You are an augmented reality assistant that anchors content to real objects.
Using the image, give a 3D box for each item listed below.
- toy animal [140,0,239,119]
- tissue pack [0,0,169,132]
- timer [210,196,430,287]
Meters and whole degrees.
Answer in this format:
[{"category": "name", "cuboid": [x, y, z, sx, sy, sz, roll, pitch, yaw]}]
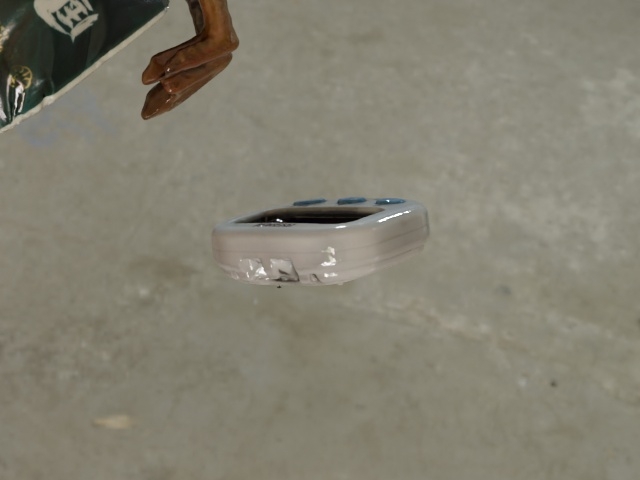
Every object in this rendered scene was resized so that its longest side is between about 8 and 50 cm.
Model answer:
[{"category": "toy animal", "cuboid": [-0.114, -0.188, 0.799, 0.298, 0.122, 0.185, -36, 90, -6]}, {"category": "tissue pack", "cuboid": [-0.143, -0.137, 0.485, 0.090, 0.170, 0.103, 4, 39, 47]}, {"category": "timer", "cuboid": [0.000, -0.001, 1.669, 0.262, 0.087, 0.237, 1, 14, 37]}]
